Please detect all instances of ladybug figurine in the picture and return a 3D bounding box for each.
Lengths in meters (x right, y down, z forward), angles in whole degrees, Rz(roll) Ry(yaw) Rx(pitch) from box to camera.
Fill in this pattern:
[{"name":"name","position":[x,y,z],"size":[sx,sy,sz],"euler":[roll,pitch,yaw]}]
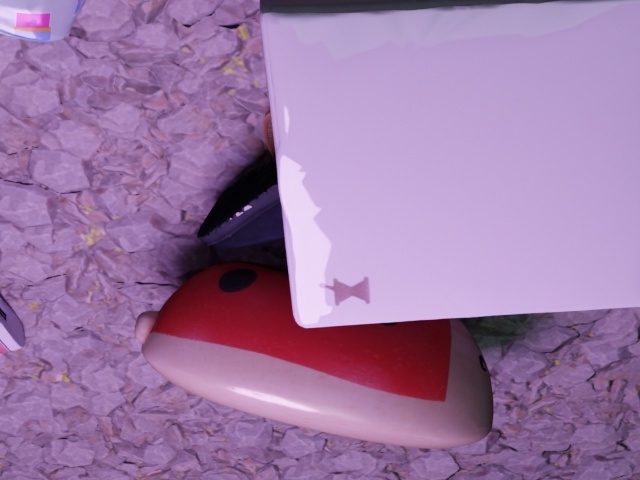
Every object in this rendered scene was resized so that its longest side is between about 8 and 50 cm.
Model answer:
[{"name":"ladybug figurine","position":[0.004,0.129,1.721],"size":[0.449,0.305,0.162],"euler":[13,94,-15]}]

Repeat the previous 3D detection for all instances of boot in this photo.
[{"name":"boot","position":[0.000,0.000,1.629],"size":[0.207,0.094,0.246],"euler":[42,137,-18]}]

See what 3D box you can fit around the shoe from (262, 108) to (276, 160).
[{"name":"shoe","position":[0.011,-0.085,1.648],"size":[0.076,0.058,0.219],"euler":[-9,134,40]}]

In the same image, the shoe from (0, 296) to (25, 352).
[{"name":"shoe","position":[-0.442,0.086,1.791],"size":[0.081,0.063,0.178],"euler":[-17,136,8]}]

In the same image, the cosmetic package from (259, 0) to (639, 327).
[{"name":"cosmetic package","position":[0.122,-0.173,1.307],"size":[0.327,0.393,0.329],"euler":[-3,129,2]}]

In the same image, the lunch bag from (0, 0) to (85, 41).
[{"name":"lunch bag","position":[-0.299,-0.302,1.271],"size":[0.224,0.279,0.108],"euler":[21,126,-17]}]
